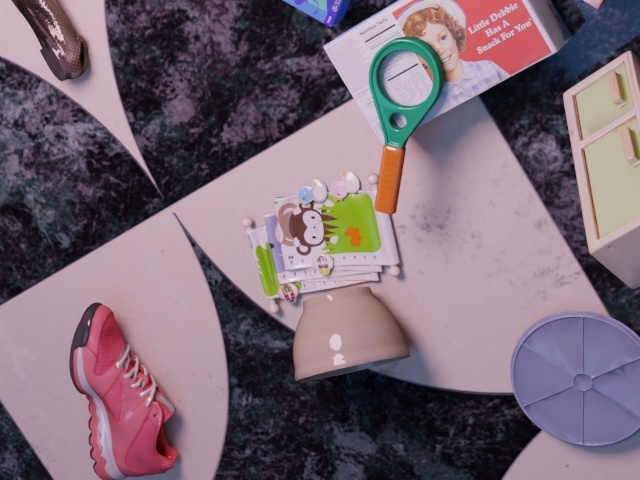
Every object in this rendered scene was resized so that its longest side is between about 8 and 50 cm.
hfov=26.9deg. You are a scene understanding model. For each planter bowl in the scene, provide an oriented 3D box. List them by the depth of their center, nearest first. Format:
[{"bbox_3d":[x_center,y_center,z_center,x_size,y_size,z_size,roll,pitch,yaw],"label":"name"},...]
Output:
[{"bbox_3d":[0.034,0.125,1.845,0.162,0.162,0.109,-17,80,28],"label":"planter bowl"}]

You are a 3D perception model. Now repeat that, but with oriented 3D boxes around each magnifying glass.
[{"bbox_3d":[0.097,-0.142,1.669,0.092,0.026,0.231,16,115,16],"label":"magnifying glass"}]

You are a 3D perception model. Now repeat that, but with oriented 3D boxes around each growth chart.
[{"bbox_3d":[0.000,0.000,1.874,0.237,0.021,0.172,-16,103,27],"label":"growth chart"}]

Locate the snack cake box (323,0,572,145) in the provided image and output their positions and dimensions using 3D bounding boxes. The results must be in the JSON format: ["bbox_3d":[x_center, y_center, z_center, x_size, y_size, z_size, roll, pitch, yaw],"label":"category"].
[{"bbox_3d":[0.156,-0.247,1.663,0.264,0.089,0.152,-27,98,30],"label":"snack cake box"}]

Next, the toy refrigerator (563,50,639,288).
[{"bbox_3d":[0.354,-0.087,1.534,0.102,0.269,0.094,-33,126,31],"label":"toy refrigerator"}]

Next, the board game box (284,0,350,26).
[{"bbox_3d":[-0.038,-0.393,1.709,0.210,0.047,0.160,30,119,10],"label":"board game box"}]

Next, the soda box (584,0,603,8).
[{"bbox_3d":[0.348,-0.363,1.549,0.063,0.058,0.183,34,120,7],"label":"soda box"}]

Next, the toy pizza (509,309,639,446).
[{"bbox_3d":[0.354,0.183,1.790,0.201,0.032,0.201,8,113,20],"label":"toy pizza"}]

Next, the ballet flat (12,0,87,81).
[{"bbox_3d":[-0.397,-0.343,1.886,0.250,0.058,0.084,62,155,-3],"label":"ballet flat"}]

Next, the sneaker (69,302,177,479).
[{"bbox_3d":[-0.291,0.231,2.060,0.136,0.116,0.314,-1,118,13],"label":"sneaker"}]
